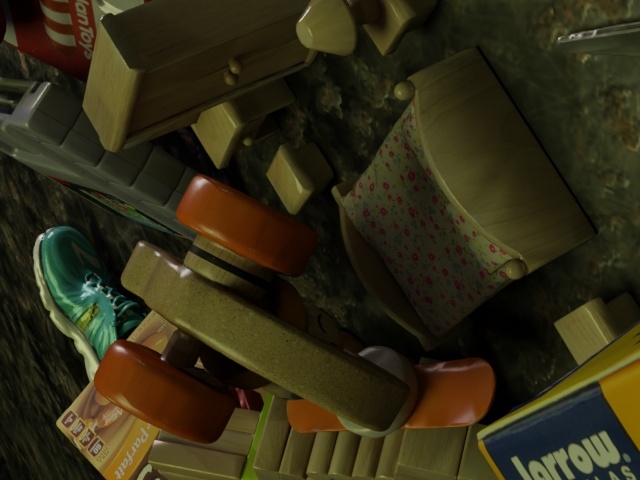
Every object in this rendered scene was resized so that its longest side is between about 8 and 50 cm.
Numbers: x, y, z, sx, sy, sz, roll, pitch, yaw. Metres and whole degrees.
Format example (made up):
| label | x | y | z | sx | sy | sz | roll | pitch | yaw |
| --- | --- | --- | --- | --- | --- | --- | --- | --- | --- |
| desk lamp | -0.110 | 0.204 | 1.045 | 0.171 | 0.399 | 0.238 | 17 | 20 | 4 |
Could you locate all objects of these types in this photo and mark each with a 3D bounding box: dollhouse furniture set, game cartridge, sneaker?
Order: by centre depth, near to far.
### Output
| label | x | y | z | sx | sy | sz | roll | pitch | yaw |
| --- | --- | --- | --- | --- | --- | --- | --- | --- | --- |
| dollhouse furniture set | 0.000 | 0.000 | 0.822 | 0.355 | 0.174 | 0.303 | 59 | 155 | 11 |
| game cartridge | -0.242 | -0.085 | 1.211 | 0.230 | 0.068 | 0.355 | 37 | 169 | -29 |
| sneaker | -0.271 | 0.096 | 1.574 | 0.110 | 0.107 | 0.275 | -31 | 91 | 46 |

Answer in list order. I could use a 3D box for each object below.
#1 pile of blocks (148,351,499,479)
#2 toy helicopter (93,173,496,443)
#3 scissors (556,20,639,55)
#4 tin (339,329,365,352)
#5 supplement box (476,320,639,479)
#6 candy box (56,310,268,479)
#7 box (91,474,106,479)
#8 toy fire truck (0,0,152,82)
| label | x | y | z | sx | sy | sz | roll | pitch | yaw |
| --- | --- | --- | --- | --- | --- | --- | --- | --- | --- |
| pile of blocks | 0.023 | 0.155 | 0.970 | 0.362 | 0.112 | 0.149 | -8 | 144 | 41 |
| toy helicopter | -0.030 | 0.062 | 0.842 | 0.235 | 0.140 | 0.355 | 26 | 178 | -15 |
| scissors | 0.204 | -0.098 | 0.516 | 0.297 | 0.021 | 0.109 | 33 | 144 | 50 |
| tin | 0.045 | 0.161 | 1.055 | 0.189 | 0.040 | 0.106 | 54 | 158 | 20 |
| supplement box | 0.257 | 0.149 | 0.416 | 0.356 | 0.194 | 0.195 | 56 | 155 | 8 |
| candy box | -0.129 | 0.197 | 1.240 | 0.087 | 0.183 | 0.316 | 46 | 168 | -34 |
| box | -0.145 | 0.394 | 1.476 | 0.296 | 0.183 | 0.294 | 63 | 155 | 0 |
| toy fire truck | -0.234 | -0.265 | 1.079 | 0.254 | 0.169 | 0.302 | 26 | 142 | 18 |
